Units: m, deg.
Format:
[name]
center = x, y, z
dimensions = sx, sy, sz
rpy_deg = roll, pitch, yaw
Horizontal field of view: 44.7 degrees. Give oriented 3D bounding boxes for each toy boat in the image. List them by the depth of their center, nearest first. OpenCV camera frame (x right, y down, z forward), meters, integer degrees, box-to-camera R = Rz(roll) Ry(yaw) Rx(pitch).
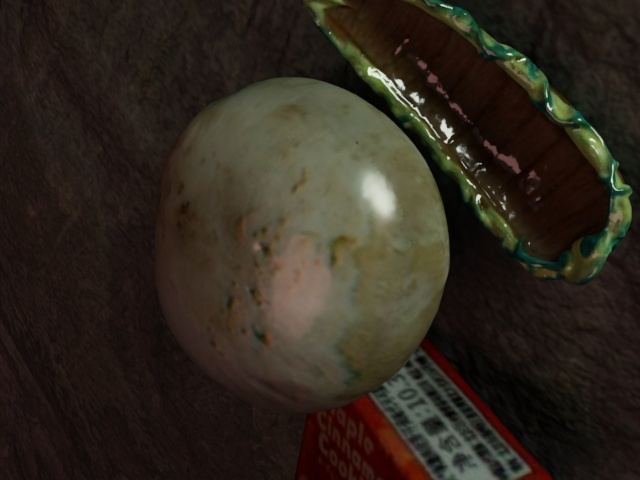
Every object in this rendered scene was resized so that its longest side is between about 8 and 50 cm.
[toy boat]
center = 0.098, -0.097, 0.542
dimensions = 0.293, 0.099, 0.108
rpy_deg = 45, 134, 4

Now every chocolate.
[chocolate]
center = 0.070, 0.223, 0.668
dimensions = 0.237, 0.108, 0.235
rpy_deg = 52, 139, 48

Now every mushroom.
[mushroom]
center = 0.000, 0.000, 0.595
dimensions = 0.243, 0.243, 0.243
rpy_deg = 21, 125, 34
